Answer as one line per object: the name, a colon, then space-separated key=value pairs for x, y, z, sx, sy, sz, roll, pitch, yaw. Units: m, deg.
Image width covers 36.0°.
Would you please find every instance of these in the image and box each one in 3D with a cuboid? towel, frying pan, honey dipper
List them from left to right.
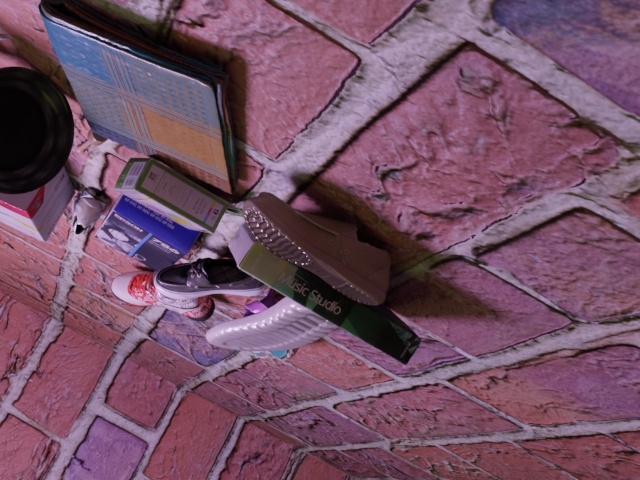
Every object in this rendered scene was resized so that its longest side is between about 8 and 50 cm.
frying pan: x=-0.520 y=-0.187 z=1.477 sx=0.326 sy=0.197 sz=0.053 roll=21 pitch=176 yaw=-42
honey dipper: x=-0.391 y=-0.166 z=1.673 sx=0.030 sy=0.030 sz=0.161 roll=33 pitch=161 yaw=-18
towel: x=-0.244 y=-0.196 z=1.403 sx=0.272 sy=0.040 sz=0.370 roll=25 pitch=163 yaw=7

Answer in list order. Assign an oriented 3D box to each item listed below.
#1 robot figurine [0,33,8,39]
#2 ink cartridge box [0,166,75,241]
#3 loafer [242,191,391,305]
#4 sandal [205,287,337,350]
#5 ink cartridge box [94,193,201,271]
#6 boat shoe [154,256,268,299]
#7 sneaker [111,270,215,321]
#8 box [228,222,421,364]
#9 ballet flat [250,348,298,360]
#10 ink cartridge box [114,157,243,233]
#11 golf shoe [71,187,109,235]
robot figurine: x=-0.566 y=-0.291 z=1.182 sx=0.354 sy=0.299 sz=0.200 roll=31 pitch=178 yaw=-10
ink cartridge box: x=-0.575 y=-0.100 z=1.924 sx=0.127 sy=0.128 sz=0.176 roll=25 pitch=160 yaw=6
loafer: x=0.000 y=0.000 z=1.506 sx=0.269 sy=0.092 sz=0.102 roll=36 pitch=158 yaw=-21
sandal: x=-0.079 y=0.149 z=1.996 sx=0.169 sy=0.102 sz=0.416 roll=21 pitch=153 yaw=-33
ink cartridge box: x=-0.336 y=-0.022 z=1.923 sx=0.165 sy=0.065 sz=0.333 roll=31 pitch=159 yaw=-11
boat shoe: x=-0.215 y=0.066 z=1.913 sx=0.229 sy=0.080 sz=0.076 roll=3 pitch=145 yaw=9
sneaker: x=-0.379 y=0.100 z=2.252 sx=0.270 sy=0.090 sz=0.145 roll=15 pitch=157 yaw=20
box: x=0.000 y=0.084 z=1.661 sx=0.322 sy=0.058 sz=0.232 roll=30 pitch=-177 yaw=-13
ballet flat: x=-0.093 y=0.231 z=2.262 sx=0.077 sy=0.091 sz=0.241 roll=2 pitch=177 yaw=-27
ink cartridge box: x=-0.223 y=-0.061 z=1.625 sx=0.209 sy=0.062 sz=0.109 roll=30 pitch=170 yaw=-27
golf shoe: x=-0.486 y=-0.049 z=2.010 sx=0.069 sy=0.086 sz=0.176 roll=28 pitch=162 yaw=-11
